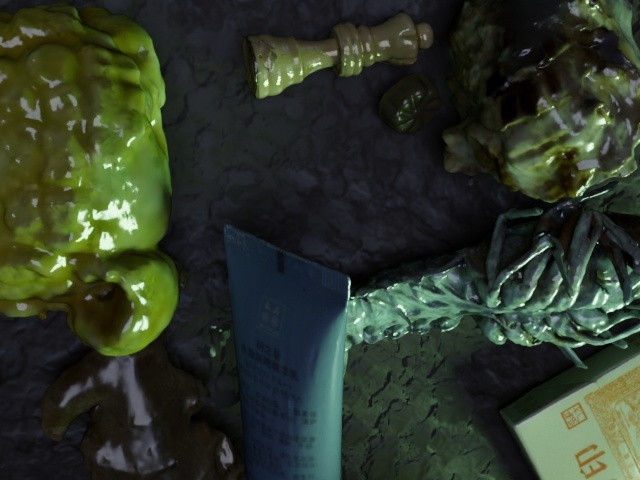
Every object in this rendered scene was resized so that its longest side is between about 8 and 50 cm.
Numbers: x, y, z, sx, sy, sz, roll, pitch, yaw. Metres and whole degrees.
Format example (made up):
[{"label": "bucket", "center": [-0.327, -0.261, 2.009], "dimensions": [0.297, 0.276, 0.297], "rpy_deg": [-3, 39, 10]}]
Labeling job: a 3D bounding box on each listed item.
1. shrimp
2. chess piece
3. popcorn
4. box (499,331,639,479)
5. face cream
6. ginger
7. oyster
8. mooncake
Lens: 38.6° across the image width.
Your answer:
[{"label": "shrimp", "center": [0.184, 0.049, 0.849], "dimensions": [0.410, 0.166, 0.221], "rpy_deg": [-7, 138, 6]}, {"label": "chess piece", "center": [0.018, -0.169, 0.820], "dimensions": [0.172, 0.060, 0.060], "rpy_deg": [-12, 103, -10]}, {"label": "popcorn", "center": [-0.233, -0.048, 0.747], "dimensions": [0.225, 0.174, 0.286], "rpy_deg": [-3, 97, 6]}, {"label": "box", "center": [0.389, 0.174, 0.952], "dimensions": [0.365, 0.051, 0.205], "rpy_deg": [-29, 105, -2]}, {"label": "face cream", "center": [-0.026, 0.171, 0.820], "dimensions": [0.086, 0.135, 0.385], "rpy_deg": [-31, 132, -40]}, {"label": "ginger", "center": [-0.162, 0.194, 0.856], "dimensions": [0.166, 0.080, 0.333], "rpy_deg": [-18, 107, -18]}, {"label": "oyster", "center": [0.218, -0.200, 0.798], "dimensions": [0.197, 0.133, 0.337], "rpy_deg": [15, 78, 19]}, {"label": "mooncake", "center": [-0.008, -0.005, 0.848], "dimensions": [0.150, 0.057, 0.347], "rpy_deg": [10, 109, -42]}]
